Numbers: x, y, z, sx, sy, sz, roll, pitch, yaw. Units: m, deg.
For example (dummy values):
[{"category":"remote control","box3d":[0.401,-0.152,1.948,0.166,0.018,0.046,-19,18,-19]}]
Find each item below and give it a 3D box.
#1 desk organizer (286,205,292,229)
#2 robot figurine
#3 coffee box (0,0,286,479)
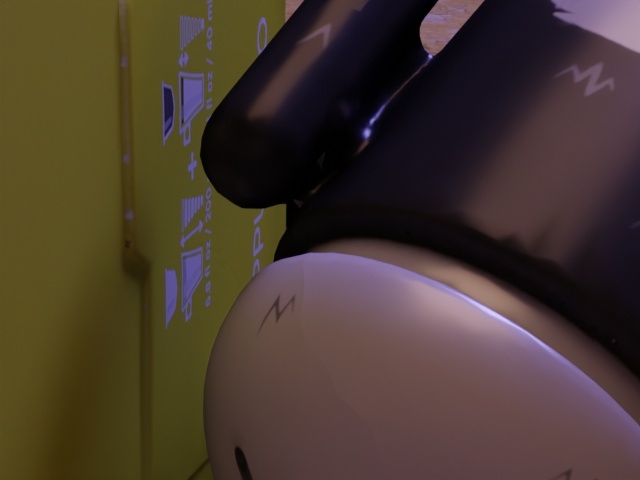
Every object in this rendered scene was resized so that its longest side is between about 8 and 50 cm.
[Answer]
[{"category":"desk organizer","box3d":[0.000,0.000,0.875,0.047,0.050,0.130,5,17,16]},{"category":"robot figurine","box3d":[0.085,0.013,0.518,0.209,0.173,0.278,25,59,28]},{"category":"coffee box","box3d":[-0.208,-0.054,0.562,0.334,0.337,0.338,4,16,14]}]
